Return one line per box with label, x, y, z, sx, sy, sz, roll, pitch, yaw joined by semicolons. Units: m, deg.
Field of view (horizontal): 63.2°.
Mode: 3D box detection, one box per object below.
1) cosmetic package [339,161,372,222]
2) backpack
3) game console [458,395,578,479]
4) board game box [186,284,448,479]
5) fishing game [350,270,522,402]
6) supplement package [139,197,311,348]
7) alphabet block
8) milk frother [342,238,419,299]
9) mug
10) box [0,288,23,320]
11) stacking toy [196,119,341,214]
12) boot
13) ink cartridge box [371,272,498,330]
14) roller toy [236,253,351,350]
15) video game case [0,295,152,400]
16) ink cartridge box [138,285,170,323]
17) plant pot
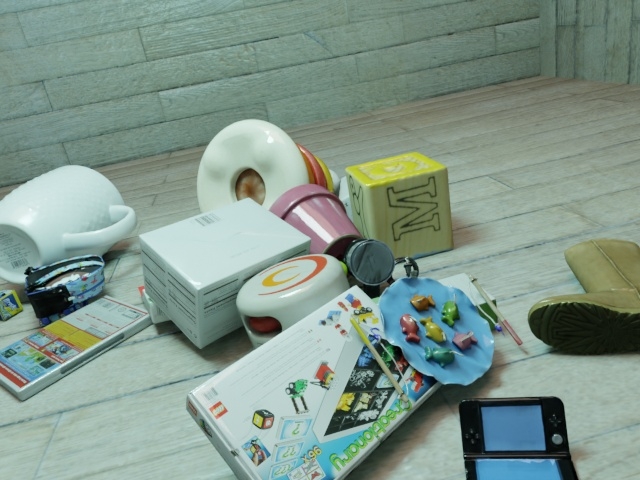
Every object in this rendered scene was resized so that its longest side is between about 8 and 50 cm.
cosmetic package;0.123;-0.144;1.515;0.117;0.085;0.231;-28;19;16
backpack;-0.590;0.106;1.227;0.173;0.117;0.158;-22;24;-24
game console;0.226;0.240;0.597;0.122;0.107;0.071;-5;-6;12
board game box;0.006;0.200;0.689;0.305;0.053;0.193;-28;61;-37
fishing game;0.176;0.120;0.763;0.264;0.041;0.189;-10;54;-31
supplement package;-0.186;0.051;1.031;0.261;0.145;0.204;-24;44;-39
alphabet block;0.181;-0.079;1.218;0.193;0.197;0.192;-14;23;-9
milk frother;0.125;0.050;1.005;0.143;0.129;0.135;-19;3;-3
mug;-0.678;-0.032;1.394;0.373;0.276;0.328;-3;22;8
box;-0.822;0.155;1.291;0.168;0.059;0.054;1;26;27
stacking toy;-0.071;-0.147;1.466;0.350;0.351;0.479;4;9;32
boot;0.451;0.080;0.869;0.236;0.089;0.269;5;25;10
ink cartridge box;0.181;0.128;0.893;0.209;0.062;0.109;-14;23;-9
roller toy;-0.037;0.125;0.893;0.209;0.146;0.191;-19;16;1
video game case;-0.517;0.206;1.074;0.204;0.025;0.285;9;29;39
ink cartridge box;-0.306;0.103;1.166;0.180;0.056;0.224;-11;22;-25
plant pot;0.000;0.000;1.147;0.201;0.201;0.180;-21;40;-25
